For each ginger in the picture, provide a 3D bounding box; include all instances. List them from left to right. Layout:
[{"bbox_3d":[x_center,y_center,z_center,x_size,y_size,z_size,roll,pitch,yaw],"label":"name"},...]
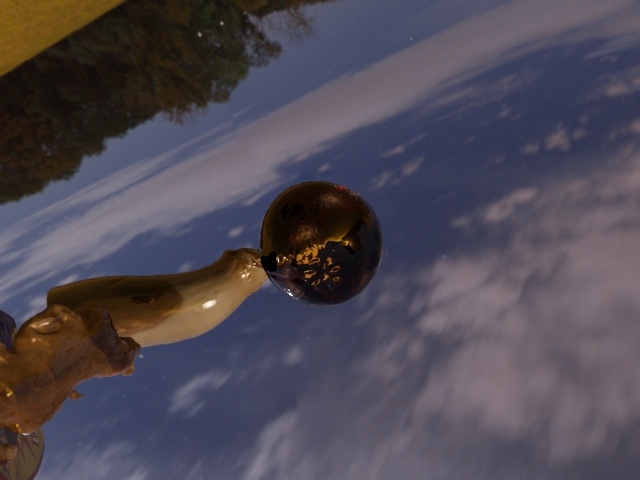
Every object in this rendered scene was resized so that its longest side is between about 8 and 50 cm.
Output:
[{"bbox_3d":[-0.357,0.174,0.654,0.080,0.166,0.333,-5,-168,31],"label":"ginger"}]

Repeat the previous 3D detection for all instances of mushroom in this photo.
[{"bbox_3d":[-0.273,0.104,0.946,0.396,0.126,0.177,-9,-140,-11],"label":"mushroom"}]

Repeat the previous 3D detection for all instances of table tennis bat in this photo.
[{"bbox_3d":[-0.485,0.234,0.839,0.051,0.268,0.414,-14,180,-14],"label":"table tennis bat"}]

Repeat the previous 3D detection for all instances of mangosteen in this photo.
[{"bbox_3d":[0.000,0.000,0.623,0.152,0.153,0.152,-23,-155,11],"label":"mangosteen"}]
